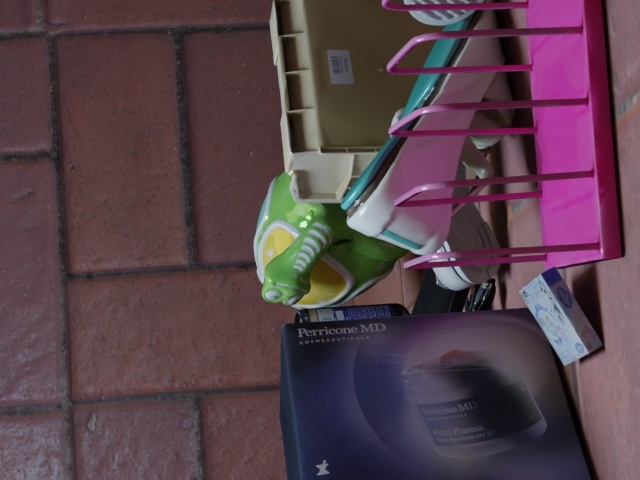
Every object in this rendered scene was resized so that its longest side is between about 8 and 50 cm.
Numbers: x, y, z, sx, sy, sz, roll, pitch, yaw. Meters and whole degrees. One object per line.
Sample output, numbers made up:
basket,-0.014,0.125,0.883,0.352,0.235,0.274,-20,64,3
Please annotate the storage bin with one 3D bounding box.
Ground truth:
storage bin,0.071,-0.191,1.861,0.123,0.260,0.262,107,160,-61

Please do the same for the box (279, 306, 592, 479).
box,0.113,0.238,1.507,0.294,0.296,0.183,-100,9,-45

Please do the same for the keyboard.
keyboard,0.149,0.143,1.800,0.201,0.033,0.317,-12,57,69

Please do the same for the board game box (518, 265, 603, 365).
board game box,0.237,0.076,1.403,0.090,0.020,0.090,60,169,8

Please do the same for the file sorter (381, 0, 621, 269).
file sorter,0.165,-0.117,1.378,0.202,0.182,0.291,148,119,-82

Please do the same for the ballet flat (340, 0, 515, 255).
ballet flat,0.148,-0.125,1.612,0.139,0.139,0.400,93,-160,-45

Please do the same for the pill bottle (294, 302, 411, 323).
pill bottle,0.074,0.158,2.156,0.123,0.219,0.123,177,90,-84

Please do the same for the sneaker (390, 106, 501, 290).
sneaker,0.133,-0.048,1.731,0.095,0.090,0.235,-19,92,63

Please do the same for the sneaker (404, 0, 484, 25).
sneaker,0.162,-0.427,1.578,0.150,0.135,0.366,-90,10,-58

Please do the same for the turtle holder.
turtle holder,0.014,0.005,2.204,0.227,0.243,0.320,-51,27,22
